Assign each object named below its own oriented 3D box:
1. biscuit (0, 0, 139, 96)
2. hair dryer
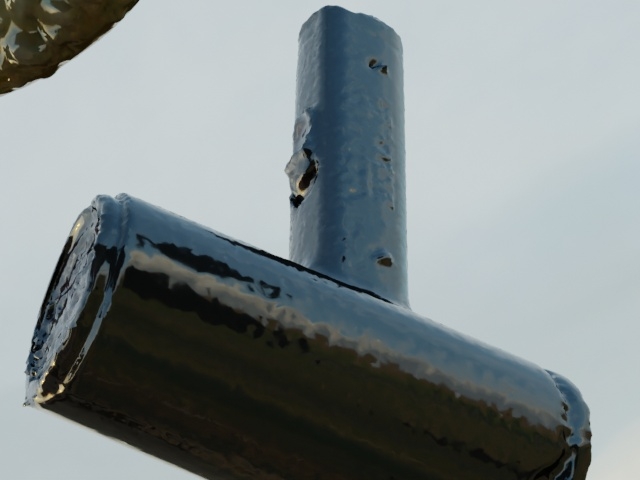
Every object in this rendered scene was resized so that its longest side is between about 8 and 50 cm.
[{"bbox_3d":[-0.105,-0.117,0.589,0.290,0.141,0.038,-31,-3,21],"label":"biscuit"},{"bbox_3d":[0.000,0.000,0.756,0.197,0.251,0.089,22,-47,-17],"label":"hair dryer"}]
